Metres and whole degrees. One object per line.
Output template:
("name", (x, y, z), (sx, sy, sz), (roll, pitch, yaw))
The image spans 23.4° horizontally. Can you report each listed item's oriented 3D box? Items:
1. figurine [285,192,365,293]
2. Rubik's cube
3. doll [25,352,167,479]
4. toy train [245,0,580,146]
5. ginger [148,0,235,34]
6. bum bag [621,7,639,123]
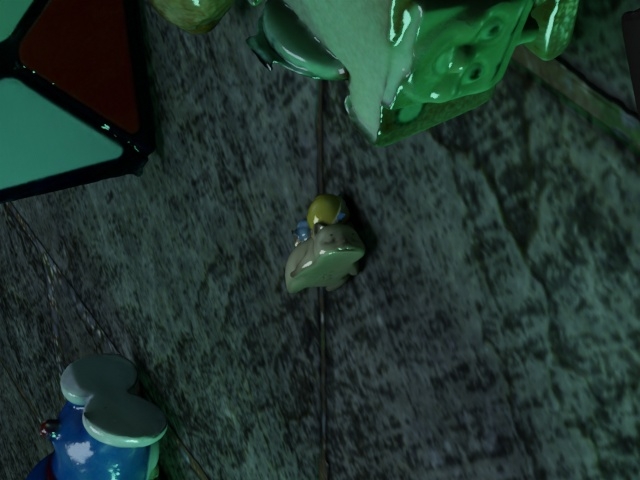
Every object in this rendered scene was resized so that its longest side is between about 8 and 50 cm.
("figurine", (0.000, 0.000, 1.003), (0.083, 0.047, 0.050), (133, 127, -59))
("Rubik's cube", (-0.302, -0.180, 1.274), (0.246, 0.248, 0.250), (39, 139, 53))
("doll", (-0.219, 0.242, 1.547), (0.215, 0.161, 0.257), (-115, 37, -49))
("toy train", (-0.004, -0.194, 0.731), (0.326, 0.159, 0.129), (51, 152, 32))
("ginger", (-0.120, -0.217, 1.057), (0.204, 0.080, 0.104), (48, 153, 39))
("bum bag", (0.177, -0.045, 0.601), (0.159, 0.026, 0.109), (5, 110, 64))
